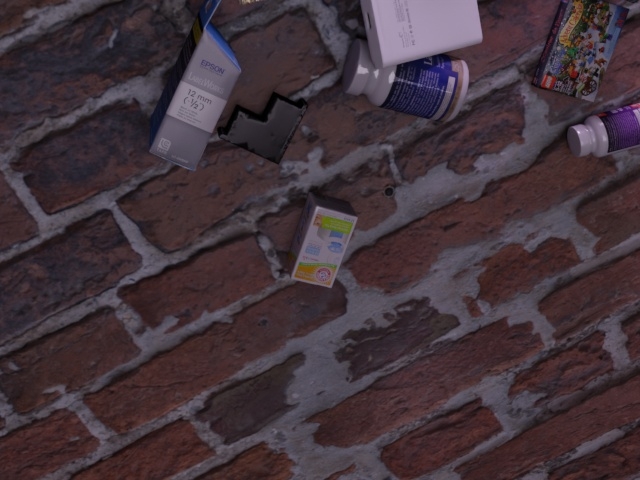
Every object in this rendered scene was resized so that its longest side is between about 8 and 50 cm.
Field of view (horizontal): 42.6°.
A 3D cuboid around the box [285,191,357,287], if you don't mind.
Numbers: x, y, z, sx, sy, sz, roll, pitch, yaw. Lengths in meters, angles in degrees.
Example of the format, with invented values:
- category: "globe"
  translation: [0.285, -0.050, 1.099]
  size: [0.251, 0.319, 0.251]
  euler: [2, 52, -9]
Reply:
- category: "box"
  translation: [0.000, 0.000, 2.035]
  size: [0.114, 0.103, 0.203]
  euler: [15, 110, -16]

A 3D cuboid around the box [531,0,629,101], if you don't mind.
- category: "box"
  translation: [0.626, -0.466, 1.982]
  size: [0.159, 0.044, 0.233]
  euler: [10, 112, -15]

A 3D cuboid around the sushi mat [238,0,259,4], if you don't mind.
- category: "sushi mat"
  translation: [-0.130, -0.674, 1.754]
  size: [0.151, 0.019, 0.317]
  euler: [-12, 116, -5]

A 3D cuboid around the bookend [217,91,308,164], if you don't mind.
- category: "bookend"
  translation: [-0.135, -0.282, 1.899]
  size: [0.157, 0.072, 0.156]
  euler: [22, 107, -19]

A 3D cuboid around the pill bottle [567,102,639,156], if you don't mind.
- category: "pill bottle"
  translation: [0.725, -0.270, 2.055]
  size: [0.193, 0.108, 0.108]
  euler: [-15, 116, -5]

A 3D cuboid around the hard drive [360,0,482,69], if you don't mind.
- category: "hard drive"
  translation: [0.222, -0.505, 1.790]
  size: [0.307, 0.040, 0.203]
  euler: [-21, 106, -33]

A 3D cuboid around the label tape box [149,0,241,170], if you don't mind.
- category: "label tape box"
  translation: [-0.248, -0.354, 1.745]
  size: [0.115, 0.249, 0.348]
  euler: [24, 107, -20]

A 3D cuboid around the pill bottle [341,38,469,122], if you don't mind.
- category: "pill bottle"
  translation: [0.191, -0.370, 1.879]
  size: [0.264, 0.153, 0.153]
  euler: [10, 111, -16]

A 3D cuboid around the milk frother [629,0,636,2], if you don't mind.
- category: "milk frother"
  translation: [0.701, -0.630, 1.873]
  size: [0.129, 0.135, 0.143]
  euler: [6, 120, -47]
